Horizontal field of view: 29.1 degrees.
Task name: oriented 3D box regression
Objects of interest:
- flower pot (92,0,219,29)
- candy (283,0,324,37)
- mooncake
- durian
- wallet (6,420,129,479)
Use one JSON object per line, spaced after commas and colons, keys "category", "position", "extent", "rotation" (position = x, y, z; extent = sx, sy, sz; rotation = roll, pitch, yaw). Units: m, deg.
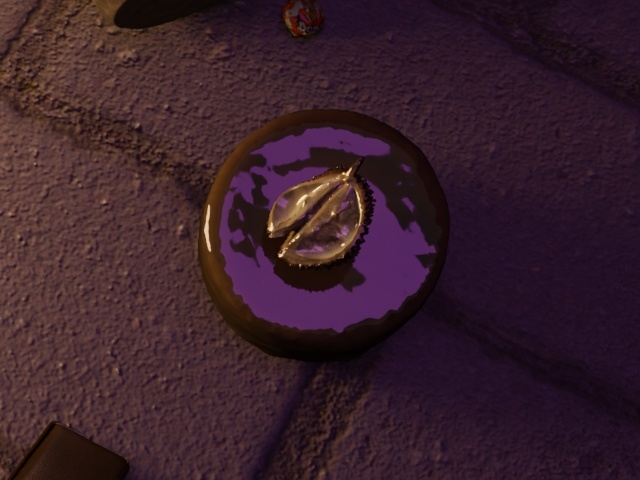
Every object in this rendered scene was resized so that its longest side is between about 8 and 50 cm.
{"category": "flower pot", "position": [-0.215, -0.443, 1.453], "extent": [0.293, 0.293, 0.330], "rotation": [-25, 85, -14]}
{"category": "candy", "position": [-0.041, -0.342, 1.583], "extent": [0.055, 0.049, 0.185], "rotation": [-3, 67, -40]}
{"category": "mooncake", "position": [0.000, 0.000, 1.432], "extent": [0.284, 0.155, 0.284], "rotation": [2, 77, -7]}
{"category": "durian", "position": [0.012, -0.030, 1.324], "extent": [0.110, 0.071, 0.140], "rotation": [39, 99, 18]}
{"category": "wallet", "position": [-0.285, 0.279, 1.315], "extent": [0.110, 0.031, 0.198], "rotation": [27, 32, 1]}
